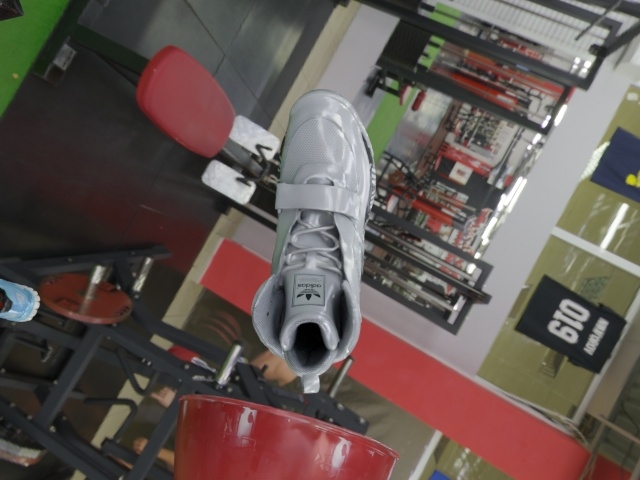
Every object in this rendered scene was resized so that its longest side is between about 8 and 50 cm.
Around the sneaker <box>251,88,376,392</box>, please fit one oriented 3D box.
[{"bbox_3d":[0.000,0.000,0.569,0.210,0.137,0.367,-74,166,-73],"label":"sneaker"}]

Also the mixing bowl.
[{"bbox_3d":[-0.037,0.192,0.341,0.182,0.181,0.098,97,7,-59],"label":"mixing bowl"}]

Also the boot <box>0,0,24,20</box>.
[{"bbox_3d":[-0.699,-0.442,0.592,0.146,0.444,0.367,-98,176,-55],"label":"boot"}]

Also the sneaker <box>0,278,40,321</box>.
[{"bbox_3d":[-0.482,0.066,0.628,0.073,0.161,0.064,104,2,-80],"label":"sneaker"}]
